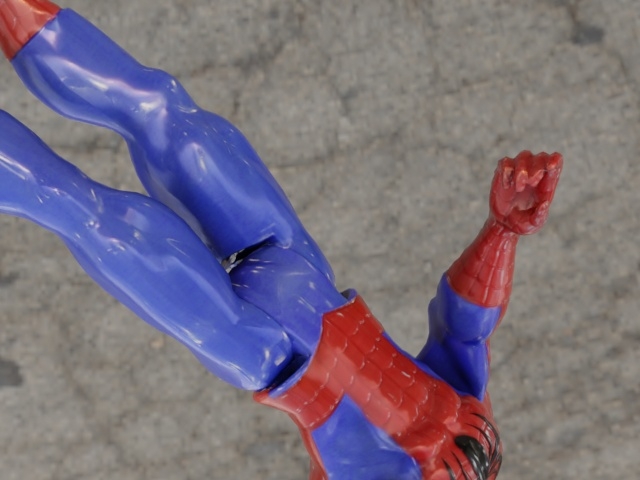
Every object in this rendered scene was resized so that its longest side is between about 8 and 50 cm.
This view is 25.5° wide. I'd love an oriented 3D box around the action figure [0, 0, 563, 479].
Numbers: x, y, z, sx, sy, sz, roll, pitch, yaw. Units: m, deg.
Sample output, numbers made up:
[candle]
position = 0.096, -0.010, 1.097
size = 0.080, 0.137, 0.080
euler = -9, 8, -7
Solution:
[action figure]
position = 0.000, 0.000, 0.346
size = 0.280, 0.091, 0.139
euler = 48, 138, -14
